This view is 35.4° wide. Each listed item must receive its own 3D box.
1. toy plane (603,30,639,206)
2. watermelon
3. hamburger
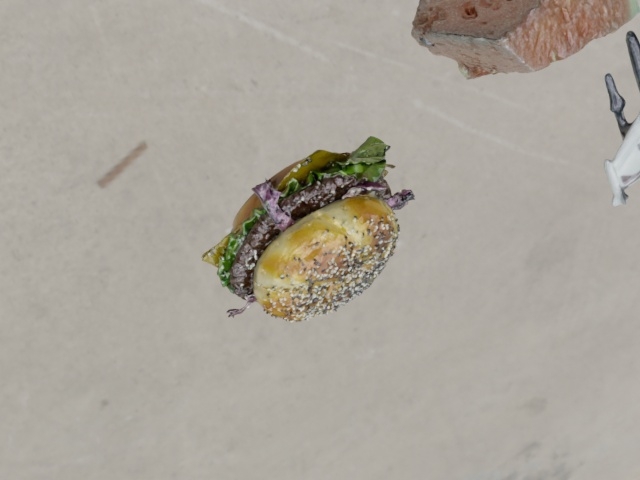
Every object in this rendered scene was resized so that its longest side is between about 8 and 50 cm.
[{"bbox_3d":[0.196,-0.097,0.494,0.160,0.082,0.234,-32,115,0],"label":"toy plane"},{"bbox_3d":[0.192,-0.227,1.019,0.256,0.193,0.139,-49,127,-46],"label":"watermelon"},{"bbox_3d":[0.001,-0.002,0.839,0.164,0.093,0.189,-8,142,-49],"label":"hamburger"}]
